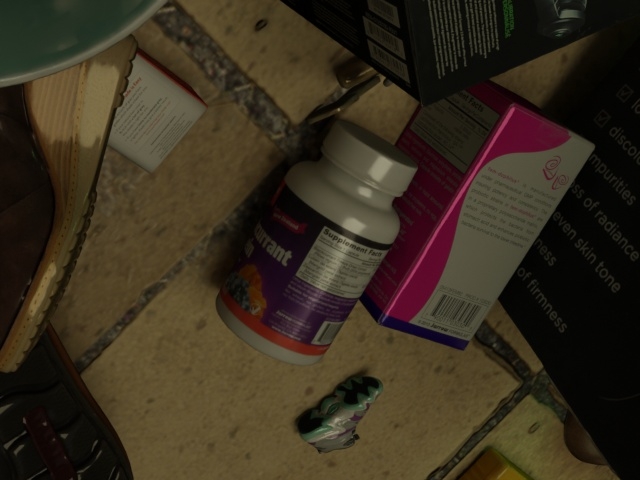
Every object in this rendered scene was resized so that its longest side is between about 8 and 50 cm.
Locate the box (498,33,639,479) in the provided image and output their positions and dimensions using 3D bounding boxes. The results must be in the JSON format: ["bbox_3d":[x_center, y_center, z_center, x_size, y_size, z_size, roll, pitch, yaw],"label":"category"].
[{"bbox_3d":[0.448,0.016,0.857,0.297,0.480,0.472,19,120,-38],"label":"box"}]

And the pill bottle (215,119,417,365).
[{"bbox_3d":[0.000,0.000,0.888,0.108,0.108,0.193,20,108,-36],"label":"pill bottle"}]

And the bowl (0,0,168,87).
[{"bbox_3d":[-0.208,-0.254,0.557,0.311,0.163,0.311,-9,130,-11],"label":"bowl"}]

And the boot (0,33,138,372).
[{"bbox_3d":[-0.247,-0.056,0.673,0.207,0.090,0.248,16,88,-8],"label":"boot"}]

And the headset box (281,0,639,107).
[{"bbox_3d":[0.122,-0.239,0.714,0.283,0.246,0.131,-23,127,-13],"label":"headset box"}]

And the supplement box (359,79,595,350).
[{"bbox_3d":[0.122,-0.030,0.933,0.111,0.114,0.220,20,109,-35],"label":"supplement box"}]

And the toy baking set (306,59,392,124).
[{"bbox_3d":[0.089,-0.154,0.798,0.256,0.197,0.030,-26,100,-8],"label":"toy baking set"}]

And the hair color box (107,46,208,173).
[{"bbox_3d":[-0.159,-0.117,0.768,0.072,0.043,0.141,-48,130,7],"label":"hair color box"}]

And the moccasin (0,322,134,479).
[{"bbox_3d":[-0.256,0.150,0.835,0.139,0.147,0.380,-37,127,-23],"label":"moccasin"}]

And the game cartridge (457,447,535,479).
[{"bbox_3d":[0.177,0.432,1.295,0.324,0.053,0.285,-46,130,5],"label":"game cartridge"}]

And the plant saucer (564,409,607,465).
[{"bbox_3d":[0.390,0.205,1.280,0.198,0.036,0.199,-13,124,-21],"label":"plant saucer"}]

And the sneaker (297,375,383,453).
[{"bbox_3d":[0.030,0.183,1.069,0.098,0.038,0.069,-32,132,5],"label":"sneaker"}]
